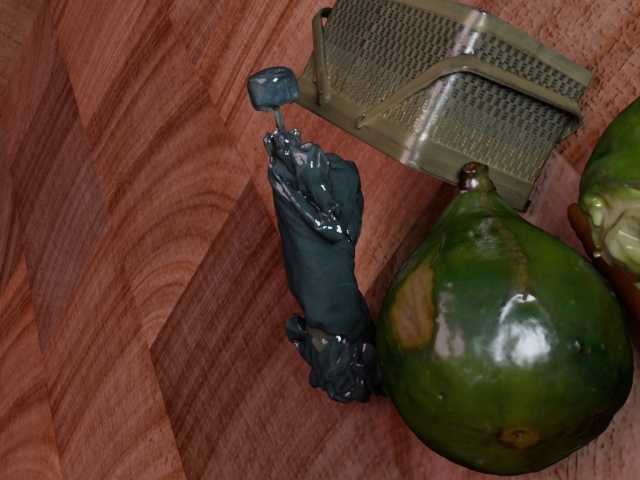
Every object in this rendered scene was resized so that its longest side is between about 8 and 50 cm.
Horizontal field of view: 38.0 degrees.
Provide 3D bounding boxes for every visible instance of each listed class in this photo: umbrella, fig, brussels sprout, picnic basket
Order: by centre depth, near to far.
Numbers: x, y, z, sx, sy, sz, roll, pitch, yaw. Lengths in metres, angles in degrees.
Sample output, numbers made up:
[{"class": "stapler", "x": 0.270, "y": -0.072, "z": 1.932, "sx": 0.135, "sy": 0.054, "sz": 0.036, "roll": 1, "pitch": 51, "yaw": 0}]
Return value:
[{"class": "brussels sprout", "x": 0.266, "y": -0.034, "z": 0.622, "sx": 0.145, "sy": 0.131, "sz": 0.183, "roll": -43, "pitch": 38, "yaw": -16}, {"class": "fig", "x": 0.142, "y": 0.056, "z": 0.738, "sx": 0.195, "sy": 0.195, "sz": 0.244, "roll": -32, "pitch": 44, "yaw": 45}, {"class": "picnic basket", "x": 0.103, "y": -0.146, "z": 0.884, "sx": 0.267, "sy": 0.165, "sz": 0.139, "roll": 39, "pitch": 107, "yaw": 54}, {"class": "umbrella", "x": 0.003, "y": -0.001, "z": 0.907, "sx": 0.143, "sy": 0.094, "sz": 0.348, "roll": 7, "pitch": 117, "yaw": 52}]

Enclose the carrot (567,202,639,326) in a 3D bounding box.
[{"class": "carrot", "x": 0.262, "y": 0.056, "z": 0.667, "sx": 0.069, "sy": 0.069, "sz": 0.336, "roll": -58, "pitch": 33, "yaw": 22}]
